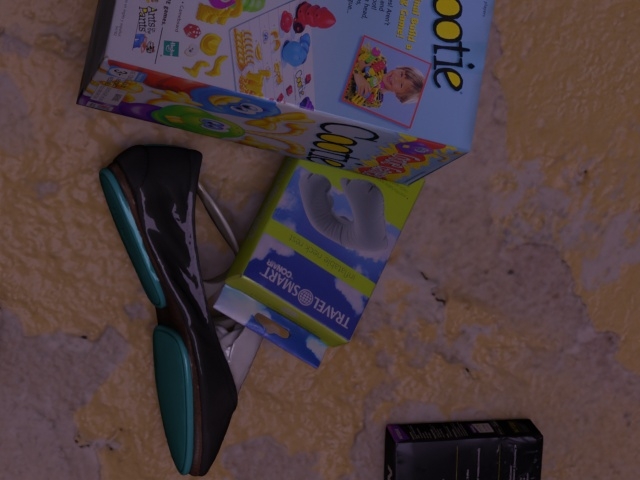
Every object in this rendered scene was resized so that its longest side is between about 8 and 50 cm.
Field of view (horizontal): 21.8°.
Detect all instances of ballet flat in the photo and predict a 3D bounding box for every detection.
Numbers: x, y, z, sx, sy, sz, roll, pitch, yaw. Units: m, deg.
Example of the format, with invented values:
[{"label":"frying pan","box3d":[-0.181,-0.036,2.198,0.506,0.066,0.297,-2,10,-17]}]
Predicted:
[{"label":"ballet flat","box3d":[-0.099,0.055,1.345,0.096,0.095,0.280,-17,108,-19]}]

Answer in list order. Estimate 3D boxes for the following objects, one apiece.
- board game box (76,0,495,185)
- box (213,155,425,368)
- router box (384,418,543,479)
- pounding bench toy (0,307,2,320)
[{"label":"board game box","box3d":[-0.027,-0.150,1.253,0.275,0.142,0.144,14,77,-14]},{"label":"box","box3d":[0.000,0.000,1.333,0.109,0.042,0.178,32,69,-17]},{"label":"router box","box3d":[0.123,0.249,1.461,0.133,0.046,0.178,-1,105,-10]},{"label":"pounding bench toy","box3d":[-0.284,0.094,1.337,0.083,0.052,0.065,-23,108,-4]}]
